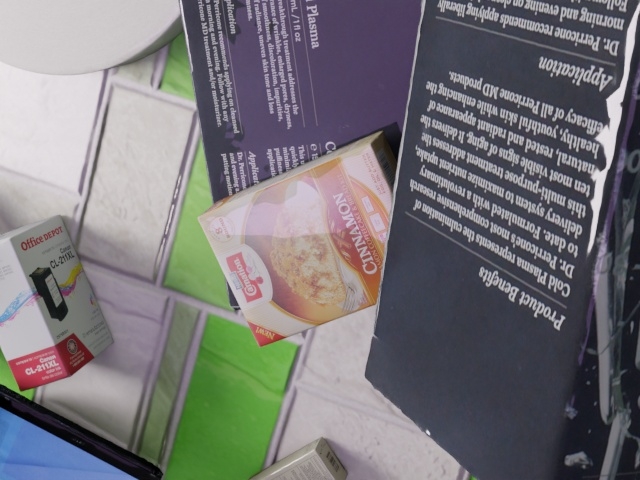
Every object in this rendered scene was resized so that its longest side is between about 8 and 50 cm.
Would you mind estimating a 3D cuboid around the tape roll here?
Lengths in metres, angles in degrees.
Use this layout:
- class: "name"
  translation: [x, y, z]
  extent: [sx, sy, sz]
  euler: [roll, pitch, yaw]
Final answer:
- class: "tape roll"
  translation: [-0.283, -0.378, 1.214]
  extent: [0.392, 0.072, 0.392]
  euler: [3, 104, 13]

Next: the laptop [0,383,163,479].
- class: "laptop"
  translation: [-0.323, 0.284, 1.341]
  extent: [0.234, 0.264, 0.136]
  euler: [27, 76, 1]

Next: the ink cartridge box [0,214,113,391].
- class: "ink cartridge box"
  translation: [-0.331, 0.070, 1.309]
  extent: [0.072, 0.127, 0.175]
  euler: [-18, 99, 18]

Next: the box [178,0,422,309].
- class: "box"
  translation: [0.052, -0.124, 1.140]
  extent: [0.313, 0.179, 0.343]
  euler: [-4, 103, 16]

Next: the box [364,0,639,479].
- class: "box"
  translation: [0.332, -0.058, 0.917]
  extent: [0.480, 0.297, 0.471]
  euler: [-1, 110, -26]

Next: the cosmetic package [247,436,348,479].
- class: "cosmetic package"
  translation: [-0.031, 0.292, 1.338]
  extent: [0.115, 0.041, 0.060]
  euler: [-31, 95, 19]

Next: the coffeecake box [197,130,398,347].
- class: "coffeecake box"
  translation: [0.000, 0.000, 1.055]
  extent: [0.185, 0.068, 0.142]
  euler: [-22, 99, 19]
